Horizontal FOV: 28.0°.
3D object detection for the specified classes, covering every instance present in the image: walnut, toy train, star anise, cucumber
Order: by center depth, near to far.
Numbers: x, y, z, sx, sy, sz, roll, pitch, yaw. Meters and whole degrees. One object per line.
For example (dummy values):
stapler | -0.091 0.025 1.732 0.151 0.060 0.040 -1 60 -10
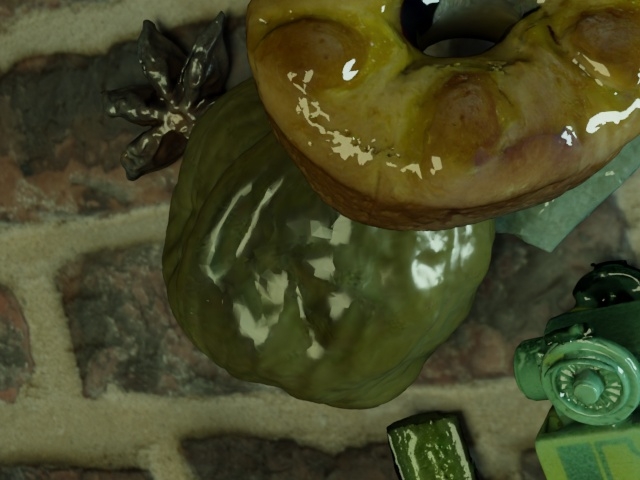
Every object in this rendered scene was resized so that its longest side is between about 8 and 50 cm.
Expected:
toy train | 0.343 0.125 1.026 0.369 0.150 0.237 -13 107 32
walnut | 0.001 0.001 1.106 0.253 0.282 0.277 13 111 -21
cucumber | 0.125 0.268 1.247 0.078 0.062 0.211 -17 91 -1
star anise | -0.137 -0.136 1.259 0.208 0.063 0.172 4 106 29

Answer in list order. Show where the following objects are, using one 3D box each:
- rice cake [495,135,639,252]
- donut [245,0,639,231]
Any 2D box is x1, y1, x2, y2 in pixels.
rice cake | 0.231 -0.069 1.068 0.069 0.063 0.206 42 123 5
donut | 0.101 -0.147 0.935 0.317 0.299 0.150 14 157 1
